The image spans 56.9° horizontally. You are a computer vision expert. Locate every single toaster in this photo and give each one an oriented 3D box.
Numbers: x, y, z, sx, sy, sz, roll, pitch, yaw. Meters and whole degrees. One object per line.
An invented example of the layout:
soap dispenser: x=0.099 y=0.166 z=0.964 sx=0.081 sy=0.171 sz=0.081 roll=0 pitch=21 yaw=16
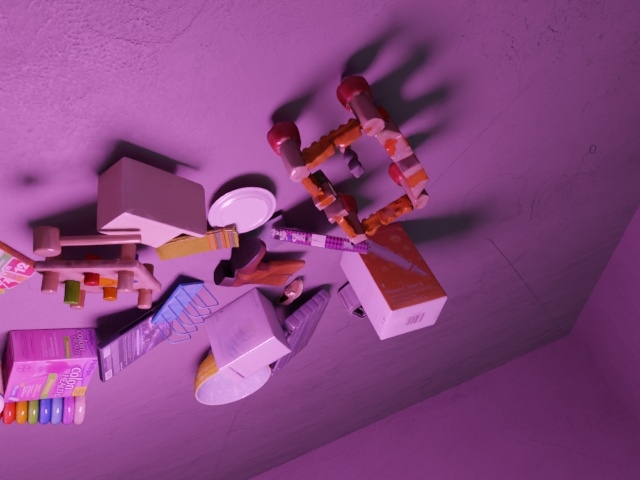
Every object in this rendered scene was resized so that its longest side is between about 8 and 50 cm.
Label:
toaster: x=0.173 y=0.205 z=2.271 sx=0.168 sy=0.110 sz=0.185 roll=-39 pitch=143 yaw=13

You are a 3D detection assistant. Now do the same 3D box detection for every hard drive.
hard drive: x=-0.147 y=-0.028 z=1.839 sx=0.094 sy=0.022 sz=0.135 roll=-27 pitch=145 yaw=-2

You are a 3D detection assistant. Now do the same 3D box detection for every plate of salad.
plate of salad: x=-0.224 y=-0.090 z=1.686 sx=0.199 sy=0.048 sz=0.200 roll=-17 pitch=146 yaw=-11

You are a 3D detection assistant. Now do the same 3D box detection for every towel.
towel: x=-0.356 y=0.014 z=1.712 sx=0.237 sy=0.021 sz=0.102 roll=-11 pitch=149 yaw=-7

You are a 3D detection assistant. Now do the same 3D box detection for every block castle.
block castle: x=0.090 y=-0.214 z=1.611 sx=0.303 sy=0.213 sz=0.453 roll=-31 pitch=143 yaw=11

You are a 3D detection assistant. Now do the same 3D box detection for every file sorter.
file sorter: x=-0.423 y=0.228 z=1.858 sx=0.170 sy=0.104 sz=0.118 roll=-50 pitch=161 yaw=17

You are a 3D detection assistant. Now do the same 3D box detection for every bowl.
bowl: x=-0.347 y=0.476 z=2.220 sx=0.289 sy=0.156 sz=0.289 roll=-18 pitch=145 yaw=-13

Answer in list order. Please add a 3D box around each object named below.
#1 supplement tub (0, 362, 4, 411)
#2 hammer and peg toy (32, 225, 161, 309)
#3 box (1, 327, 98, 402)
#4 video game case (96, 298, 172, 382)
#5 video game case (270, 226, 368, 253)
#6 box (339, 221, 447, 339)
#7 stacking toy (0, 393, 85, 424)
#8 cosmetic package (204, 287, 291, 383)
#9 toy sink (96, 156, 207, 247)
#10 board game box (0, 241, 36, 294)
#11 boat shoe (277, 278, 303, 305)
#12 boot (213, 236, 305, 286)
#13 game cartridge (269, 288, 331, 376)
supplement tub: x=-0.979 y=0.399 z=1.664 sx=0.144 sy=0.200 sz=0.144 roll=-19 pitch=144 yaw=-14
hammer and peg toy: x=-0.555 y=0.081 z=1.470 sx=0.265 sy=0.127 sz=0.361 roll=0 pitch=161 yaw=-2
box: x=-0.833 y=0.381 z=1.811 sx=0.243 sy=0.117 sz=0.214 roll=4 pitch=134 yaw=-38
video game case: x=-0.583 y=0.316 z=1.877 sx=0.274 sy=0.026 sz=0.196 roll=-37 pitch=156 yaw=-39
video game case: x=0.000 y=0.000 z=1.812 sx=0.232 sy=0.210 sz=0.042 roll=10 pitch=89 yaw=-53
box: x=0.240 y=0.131 z=2.017 sx=0.215 sy=0.345 sz=0.168 roll=-13 pitch=142 yaw=-21
stacking toy: x=-0.958 y=0.549 z=1.948 sx=0.330 sy=0.141 sz=0.141 roll=4 pitch=134 yaw=-28
cosmetic package: x=-0.253 y=0.325 z=2.029 sx=0.224 sy=0.224 sz=0.138 roll=-31 pitch=139 yaw=4
toy sink: x=-0.416 y=-0.080 z=1.457 sx=0.131 sy=0.153 sz=0.234 roll=-26 pitch=152 yaw=35
board game box: x=-0.840 y=0.043 z=1.457 sx=0.124 sy=0.039 sz=0.259 roll=-31 pitch=142 yaw=4
boat shoe: x=-0.108 y=0.188 z=2.113 sx=0.045 sy=0.050 sz=0.135 roll=0 pitch=137 yaw=-41
boot: x=-0.161 y=0.081 z=1.884 sx=0.280 sy=0.096 sz=0.264 roll=5 pitch=140 yaw=-39
game cartridge: x=-0.090 y=0.348 z=2.233 sx=0.230 sy=0.068 sz=0.355 roll=-42 pitch=163 yaw=-43
